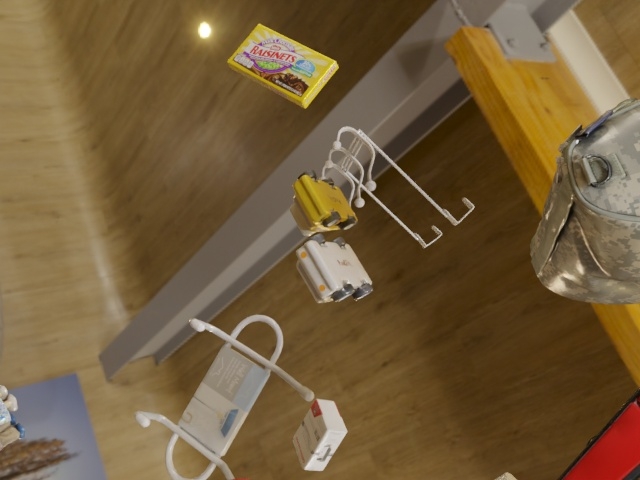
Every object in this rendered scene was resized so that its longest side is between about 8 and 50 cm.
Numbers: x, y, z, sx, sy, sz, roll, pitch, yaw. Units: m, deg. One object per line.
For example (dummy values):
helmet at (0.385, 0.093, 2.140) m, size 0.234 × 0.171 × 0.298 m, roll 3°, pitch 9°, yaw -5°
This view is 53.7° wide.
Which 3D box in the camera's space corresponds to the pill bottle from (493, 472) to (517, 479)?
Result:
pill bottle at (0.204, 0.409, 0.879) m, size 0.193 × 0.108 × 0.108 m, roll -39°, pitch -117°, yaw 13°

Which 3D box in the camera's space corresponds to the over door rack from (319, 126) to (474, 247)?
over door rack at (0.146, -0.094, 1.398) m, size 0.324 × 0.108 × 0.239 m, roll 33°, pitch -15°, yaw 0°

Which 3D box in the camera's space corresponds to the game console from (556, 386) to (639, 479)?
game console at (0.358, 0.303, 0.736) m, size 0.342 × 0.387 × 0.060 m, roll -50°, pitch -135°, yaw 13°

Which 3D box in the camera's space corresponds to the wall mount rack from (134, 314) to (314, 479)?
wall mount rack at (-0.163, 0.302, 1.132) m, size 0.304 × 0.130 × 0.350 m, roll 26°, pitch -98°, yaw 28°

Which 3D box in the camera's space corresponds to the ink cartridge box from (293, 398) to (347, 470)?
ink cartridge box at (-0.003, 0.457, 1.484) m, size 0.135 × 0.056 × 0.099 m, roll -62°, pitch -150°, yaw 23°

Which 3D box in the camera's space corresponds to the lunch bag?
lunch bag at (0.413, -0.043, 0.807) m, size 0.305 × 0.256 × 0.212 m, roll 72°, pitch 3°, yaw -64°

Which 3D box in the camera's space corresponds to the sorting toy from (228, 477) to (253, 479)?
sorting toy at (-0.087, 0.327, 0.579) m, size 0.256 × 0.257 × 0.089 m, roll -12°, pitch -75°, yaw 42°

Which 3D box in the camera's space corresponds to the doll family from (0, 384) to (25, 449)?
doll family at (-0.623, 0.274, 1.042) m, size 0.263 × 0.163 × 0.118 m, roll 37°, pitch -56°, yaw 13°

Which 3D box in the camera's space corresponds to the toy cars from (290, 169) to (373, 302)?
toy cars at (0.000, 0.000, 1.050) m, size 0.087 × 0.176 × 0.393 m, roll -34°, pitch -152°, yaw 16°

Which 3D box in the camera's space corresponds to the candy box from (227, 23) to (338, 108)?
candy box at (-0.075, -0.338, 1.213) m, size 0.206 × 0.027 × 0.105 m, roll 33°, pitch -101°, yaw 27°
